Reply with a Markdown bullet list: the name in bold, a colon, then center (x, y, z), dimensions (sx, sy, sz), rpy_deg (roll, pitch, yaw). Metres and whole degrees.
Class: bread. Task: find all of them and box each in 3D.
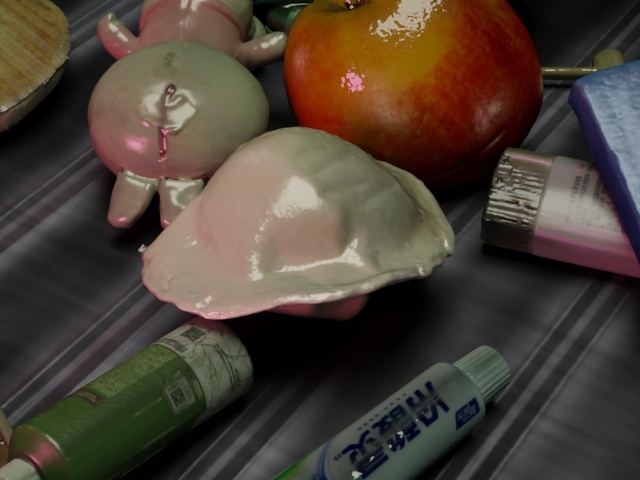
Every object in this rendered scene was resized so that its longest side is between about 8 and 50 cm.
- **bread**: center (-0.338, -0.146, 1.257), dimensions (0.267, 0.040, 0.267), rpy_deg (0, 39, 0)

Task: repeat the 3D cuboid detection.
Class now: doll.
- **doll**: center (-0.109, -0.122, 1.180), dimensions (0.155, 0.113, 0.275), rpy_deg (7, 39, 3)

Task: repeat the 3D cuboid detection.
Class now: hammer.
- **hammer**: center (0.162, -0.133, 1.278), dimensions (0.195, 0.028, 0.060), rpy_deg (0, 46, 3)

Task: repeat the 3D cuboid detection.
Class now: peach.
- **peach**: center (0.072, -0.124, 1.184), dimensions (0.190, 0.192, 0.190), rpy_deg (-31, 23, 15)

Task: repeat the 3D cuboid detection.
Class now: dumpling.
- **dumpling**: center (0.003, -0.001, 1.024), dimensions (0.216, 0.126, 0.166), rpy_deg (8, 19, -45)

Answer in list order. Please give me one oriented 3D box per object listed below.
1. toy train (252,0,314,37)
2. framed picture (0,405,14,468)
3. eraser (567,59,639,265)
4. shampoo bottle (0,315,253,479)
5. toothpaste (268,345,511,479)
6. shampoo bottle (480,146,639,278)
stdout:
- **toy train**: center (0.055, -0.274, 1.359), dimensions (0.304, 0.150, 0.221), rpy_deg (-1, 30, -1)
- **framed picture**: center (-0.226, 0.184, 0.886), dimensions (0.150, 0.015, 0.203), rpy_deg (-18, 43, -23)
- **eraser**: center (0.286, -0.004, 1.032), dimensions (0.144, 0.042, 0.311), rpy_deg (-13, 57, -4)
- **shampoo bottle**: center (-0.129, 0.114, 0.920), dimensions (0.065, 0.065, 0.204), rpy_deg (29, 41, 29)
- **toothpaste**: center (0.006, 0.151, 0.912), dimensions (0.297, 0.048, 0.075), rpy_deg (-33, 57, -31)
- **shampoo bottle**: center (0.235, -0.011, 1.102), dimensions (0.227, 0.056, 0.086), rpy_deg (12, 48, 12)
